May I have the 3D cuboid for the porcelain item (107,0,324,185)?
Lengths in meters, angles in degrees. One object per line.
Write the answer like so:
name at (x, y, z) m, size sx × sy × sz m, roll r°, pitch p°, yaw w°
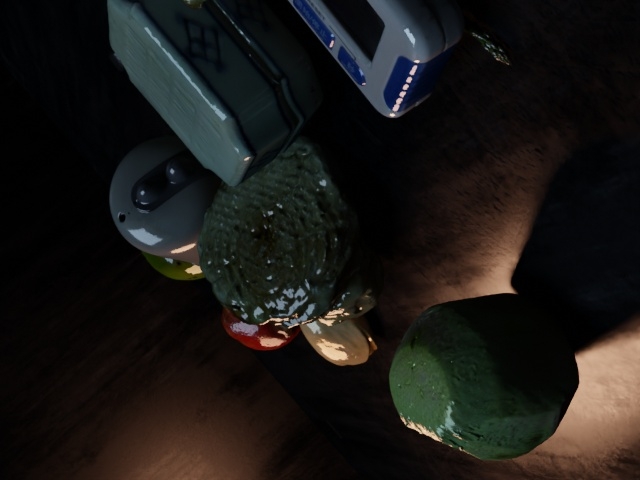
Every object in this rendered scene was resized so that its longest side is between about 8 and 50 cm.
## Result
porcelain item at (-0.137, -0.230, 1.282) m, size 0.281 × 0.157 × 0.286 m, roll 51°, pitch 166°, yaw 1°

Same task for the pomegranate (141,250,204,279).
pomegranate at (-0.274, -0.061, 2.025) m, size 0.236 × 0.236 × 0.302 m, roll 84°, pitch 163°, yaw -66°

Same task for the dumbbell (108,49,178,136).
dumbbell at (-0.264, -0.268, 1.670) m, size 0.191 × 0.100 × 0.100 m, roll 52°, pitch 165°, yaw -14°

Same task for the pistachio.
pistachio at (0.036, 0.172, 1.881) m, size 0.145 × 0.117 × 0.200 m, roll 23°, pitch 152°, yaw 49°

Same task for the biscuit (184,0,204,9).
biscuit at (-0.127, -0.344, 1.019) m, size 0.144 × 0.016 × 0.203 m, roll 35°, pitch 126°, yaw -18°

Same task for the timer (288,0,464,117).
timer at (0.028, -0.247, 0.897) m, size 0.253 × 0.078 × 0.178 m, roll 53°, pitch 165°, yaw 8°

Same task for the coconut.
coconut at (0.208, 0.168, 1.207) m, size 0.236 × 0.236 × 0.204 m, roll 73°, pitch 175°, yaw -57°

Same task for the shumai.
shumai at (0.000, 0.000, 1.508) m, size 0.263 × 0.304 × 0.309 m, roll 14°, pitch -153°, yaw -46°

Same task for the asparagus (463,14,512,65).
asparagus at (0.130, -0.195, 0.882) m, size 0.114 × 0.014 × 0.015 m, roll 45°, pitch -155°, yaw 18°

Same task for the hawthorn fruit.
hawthorn fruit at (-0.116, 0.158, 2.203) m, size 0.202 × 0.185 × 0.185 m, roll 9°, pitch 143°, yaw 35°

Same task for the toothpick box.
toothpick box at (-0.219, -0.072, 1.677) m, size 0.229 × 0.229 × 0.316 m, roll 44°, pitch -173°, yaw 17°
